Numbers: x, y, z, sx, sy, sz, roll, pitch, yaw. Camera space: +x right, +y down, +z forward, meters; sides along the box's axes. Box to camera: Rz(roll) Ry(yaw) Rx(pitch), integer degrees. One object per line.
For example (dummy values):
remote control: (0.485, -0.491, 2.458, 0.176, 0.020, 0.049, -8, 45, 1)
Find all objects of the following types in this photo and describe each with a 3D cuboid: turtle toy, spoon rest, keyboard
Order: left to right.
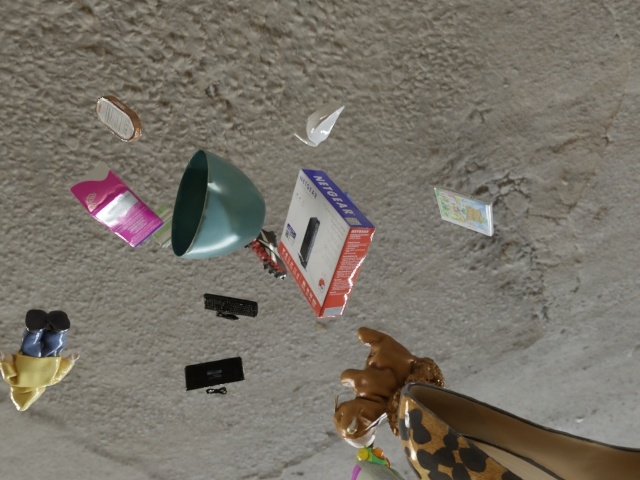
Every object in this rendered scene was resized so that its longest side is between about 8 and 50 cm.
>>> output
keyboard: (-0.331, 0.433, 1.397, 0.180, 0.108, 0.023, -7, 152, -12)
keyboard: (-0.307, 0.238, 1.513, 0.192, 0.038, 0.100, 8, 125, 8)
spoon rest: (-0.004, -0.346, 1.359, 0.137, 0.276, 0.084, -42, 102, -12)
turtle toy: (0.119, 0.491, 0.928, 0.066, 0.130, 0.095, -14, 141, -11)

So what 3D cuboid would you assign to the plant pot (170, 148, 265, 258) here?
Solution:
plant pot: (-0.265, -0.081, 1.210, 0.195, 0.290, 0.290, 12, 126, -32)

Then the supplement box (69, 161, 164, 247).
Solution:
supplement box: (-0.534, -0.089, 1.186, 0.114, 0.111, 0.220, -43, 158, -13)

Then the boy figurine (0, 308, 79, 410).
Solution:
boy figurine: (-0.735, 0.320, 1.165, 0.177, 0.092, 0.285, 8, 116, -39)

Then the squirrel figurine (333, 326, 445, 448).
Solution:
squirrel figurine: (0.235, 0.566, 1.572, 0.397, 0.370, 0.281, 10, 137, 37)

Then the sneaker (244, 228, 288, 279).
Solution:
sneaker: (-0.216, 0.038, 1.871, 0.276, 0.135, 0.097, 50, 155, -8)

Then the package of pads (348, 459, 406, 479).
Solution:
package of pads: (0.066, 0.495, 0.640, 0.101, 0.296, 0.229, 23, 163, -2)

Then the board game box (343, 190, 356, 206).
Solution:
board game box: (0.056, -0.086, 1.837, 0.210, 0.047, 0.160, -26, 118, 17)

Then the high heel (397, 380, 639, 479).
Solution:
high heel: (0.190, 0.148, 0.311, 0.261, 0.093, 0.186, -33, 92, 27)

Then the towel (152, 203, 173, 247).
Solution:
towel: (-0.584, -0.055, 1.665, 0.113, 0.152, 0.023, -42, 156, -14)

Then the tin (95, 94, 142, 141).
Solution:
tin: (-0.675, -0.407, 1.484, 0.190, 0.040, 0.106, 36, 119, 11)

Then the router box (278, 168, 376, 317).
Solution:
router box: (0.000, 0.000, 1.291, 0.082, 0.335, 0.301, 0, 123, -29)

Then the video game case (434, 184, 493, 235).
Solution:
video game case: (0.499, -0.102, 1.540, 0.023, 0.193, 0.212, -57, 148, -14)
